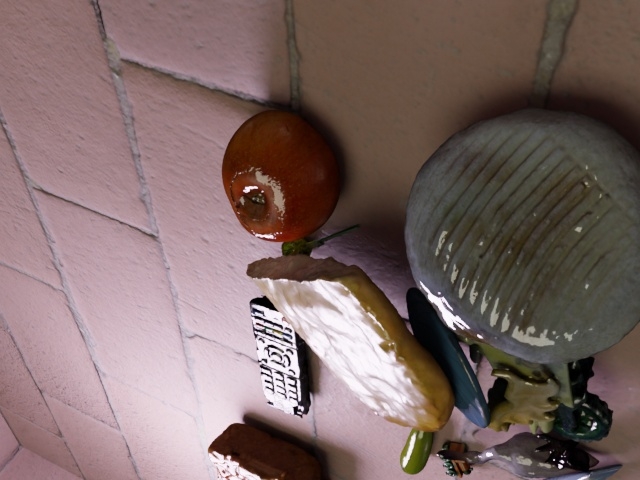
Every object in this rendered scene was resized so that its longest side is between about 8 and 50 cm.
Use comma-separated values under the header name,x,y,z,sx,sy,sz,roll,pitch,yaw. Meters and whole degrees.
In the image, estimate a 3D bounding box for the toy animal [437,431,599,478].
name,x,y,z,sx,sy,sz,roll,pitch,yaw
toy animal,0.425,0.440,1.458,0.195,0.090,0.324,24,153,-29

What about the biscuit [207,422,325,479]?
name,x,y,z,sx,sy,sz,roll,pitch,yaw
biscuit,-0.138,0.728,2.101,0.343,0.166,0.395,16,138,20

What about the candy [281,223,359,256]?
name,x,y,z,sx,sy,sz,roll,pitch,yaw
candy,0.000,0.000,1.396,0.194,0.058,0.062,-23,154,37

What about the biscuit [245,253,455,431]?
name,x,y,z,sx,sy,sz,roll,pitch,yaw
biscuit,0.074,0.184,1.323,0.446,0.104,0.429,49,159,-9

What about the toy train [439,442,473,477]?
name,x,y,z,sx,sy,sz,roll,pitch,yaw
toy train,0.323,0.520,1.668,0.064,0.044,0.103,-7,124,27

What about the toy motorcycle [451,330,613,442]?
name,x,y,z,sx,sy,sz,roll,pitch,yaw
toy motorcycle,0.363,0.204,1.233,0.237,0.168,0.410,-1,128,38

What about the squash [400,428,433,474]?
name,x,y,z,sx,sy,sz,roll,pitch,yaw
squash,0.233,0.492,1.690,0.066,0.066,0.201,22,131,17

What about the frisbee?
name,x,y,z,sx,sy,sz,roll,pitch,yaw
frisbee,0.219,0.222,1.308,0.289,0.049,0.289,63,176,8

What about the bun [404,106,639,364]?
name,x,y,z,sx,sy,sz,roll,pitch,yaw
bun,0.298,-0.004,0.990,0.362,0.361,0.211,10,176,28

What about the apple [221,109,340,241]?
name,x,y,z,sx,sy,sz,roll,pitch,yaw
apple,-0.075,-0.105,1.241,0.210,0.173,0.234,-13,119,42

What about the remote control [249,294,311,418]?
name,x,y,z,sx,sy,sz,roll,pitch,yaw
remote control,-0.086,0.285,1.715,0.145,0.062,0.398,17,135,21

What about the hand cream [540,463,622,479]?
name,x,y,z,sx,sy,sz,roll,pitch,yaw
hand cream,0.525,0.517,1.503,0.088,0.055,0.256,1,148,-25
